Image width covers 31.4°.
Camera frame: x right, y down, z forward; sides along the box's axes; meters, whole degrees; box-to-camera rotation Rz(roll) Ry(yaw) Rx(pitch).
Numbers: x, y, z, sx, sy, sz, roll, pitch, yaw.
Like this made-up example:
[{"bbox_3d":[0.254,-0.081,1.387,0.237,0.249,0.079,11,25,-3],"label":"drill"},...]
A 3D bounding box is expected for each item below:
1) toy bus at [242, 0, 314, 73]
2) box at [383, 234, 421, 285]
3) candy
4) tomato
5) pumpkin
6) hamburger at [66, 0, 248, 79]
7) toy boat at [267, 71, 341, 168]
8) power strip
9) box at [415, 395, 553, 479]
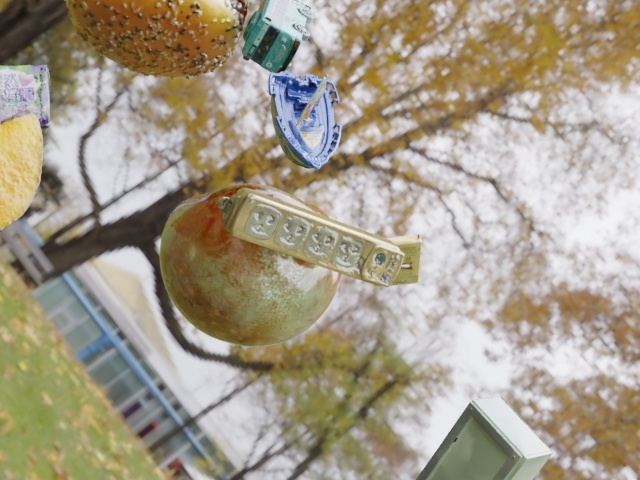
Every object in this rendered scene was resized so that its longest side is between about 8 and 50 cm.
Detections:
[{"bbox_3d":[-0.070,-0.328,1.789,0.091,0.079,0.160,27,30,-11],"label":"toy bus"},{"bbox_3d":[0.147,0.039,2.097,0.149,0.073,0.020,88,-5,-56],"label":"box"},{"bbox_3d":[-0.495,-0.174,1.427,0.061,0.312,0.088,180,-94,-69],"label":"candy"},{"bbox_3d":[-0.103,0.045,1.674,0.270,0.270,0.223,133,-38,-73],"label":"tomato"},{"bbox_3d":[-0.415,-0.020,1.213,0.111,0.278,0.163,63,-19,2],"label":"pumpkin"},{"bbox_3d":[-0.253,-0.372,1.800,0.300,0.300,0.176,99,-7,-68],"label":"hamburger"},{"bbox_3d":[-0.013,-0.156,1.345,0.110,0.091,0.175,112,-23,-47],"label":"toy boat"},{"bbox_3d":[0.000,0.000,1.523,0.305,0.064,0.044,19,12,-30],"label":"power strip"},{"bbox_3d":[0.248,0.376,1.819,0.129,0.086,0.225,47,-60,33],"label":"box"}]
